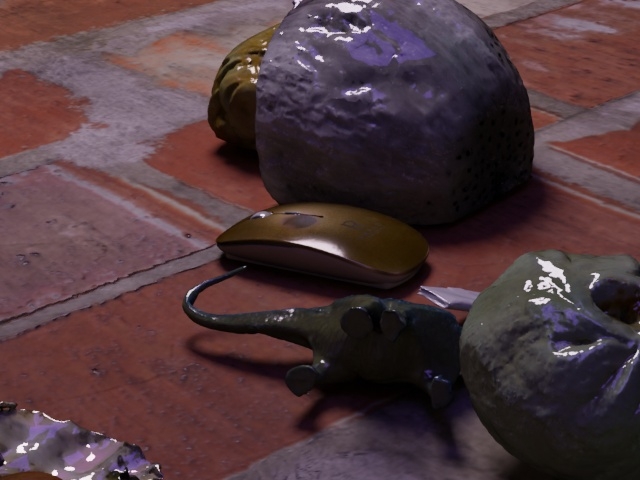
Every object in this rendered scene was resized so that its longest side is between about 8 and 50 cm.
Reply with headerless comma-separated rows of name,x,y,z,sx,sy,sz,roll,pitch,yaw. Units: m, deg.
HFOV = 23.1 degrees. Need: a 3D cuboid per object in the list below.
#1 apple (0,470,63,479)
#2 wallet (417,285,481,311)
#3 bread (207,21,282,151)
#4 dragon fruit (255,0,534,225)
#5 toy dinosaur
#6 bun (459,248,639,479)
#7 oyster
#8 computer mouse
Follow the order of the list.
apple,-0.169,0.196,0.926,0.102,0.126,0.126,-47,33,0
wallet,0.123,0.050,1.301,0.083,0.011,0.044,7,13,-37
bread,-0.012,-0.180,1.715,0.268,0.130,0.152,-28,-2,-42
dragon fruit,0.089,-0.149,1.546,0.221,0.204,0.283,17,32,34
toy dinosaur,0.045,0.079,1.217,0.363,0.076,0.147,6,7,16
bun,0.195,0.078,1.097,0.195,0.118,0.195,6,39,-5
oyster,-0.217,0.161,1.086,0.209,0.072,0.133,8,13,-25
computer mouse,0.000,-0.002,1.424,0.199,0.045,0.102,12,26,28
